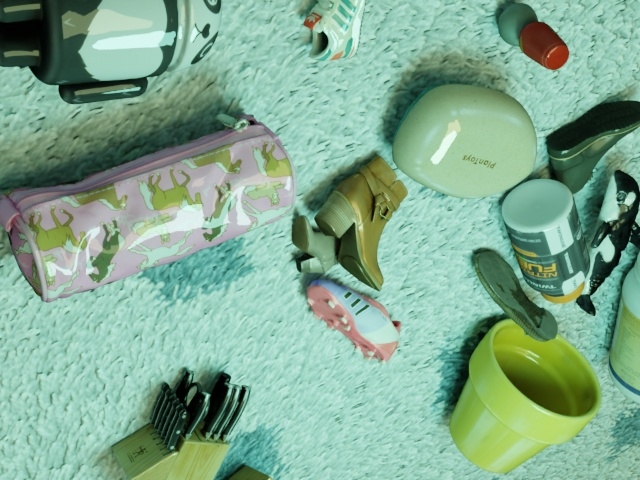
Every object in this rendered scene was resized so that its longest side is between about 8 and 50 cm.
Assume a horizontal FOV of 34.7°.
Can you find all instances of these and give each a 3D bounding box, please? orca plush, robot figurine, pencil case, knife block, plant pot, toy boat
[{"bbox_3d":[0.568,0.012,1.947,0.151,0.102,0.287,-25,130,-70],"label":"orca plush"},{"bbox_3d":[-0.250,-0.268,1.183,0.278,0.209,0.173,-11,86,-29],"label":"robot figurine"},{"bbox_3d":[-0.229,-0.047,1.369,0.386,0.160,0.167,-22,97,-20],"label":"pencil case"},{"bbox_3d":[-0.208,0.346,1.702,0.242,0.088,0.275,-29,132,-14],"label":"knife block"},{"bbox_3d":[0.378,0.321,2.004,0.254,0.254,0.239,1,135,-36],"label":"plant pot"},{"bbox_3d":[0.264,-0.215,1.621,0.268,0.148,0.318,17,117,-36],"label":"toy boat"}]

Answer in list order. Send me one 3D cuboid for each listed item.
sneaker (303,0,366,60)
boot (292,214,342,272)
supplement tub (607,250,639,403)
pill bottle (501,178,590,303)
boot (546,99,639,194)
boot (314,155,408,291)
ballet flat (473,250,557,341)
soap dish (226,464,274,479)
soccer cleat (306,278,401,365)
[{"bbox_3d":[0.017,-0.320,1.416,0.075,0.057,0.161,-20,132,-30],"label":"sneaker"},{"bbox_3d":[0.000,0.000,1.645,0.087,0.042,0.118,-20,131,-31],"label":"boot"},{"bbox_3d":[0.738,0.175,2.145,0.228,0.228,0.316,-19,129,-24],"label":"supplement tub"},{"bbox_3d":[0.422,0.012,1.880,0.130,0.130,0.245,-37,134,-8],"label":"pill bottle"},{"bbox_3d":[0.503,-0.165,1.864,0.198,0.076,0.137,-22,136,-4],"label":"boot"},{"bbox_3d":[0.089,-0.025,1.644,0.152,0.073,0.197,-47,130,-19],"label":"boot"},{"bbox_3d":[0.358,0.111,1.926,0.250,0.058,0.084,42,55,-28],"label":"ballet flat"},{"bbox_3d":[-0.167,0.560,1.853,0.291,0.118,0.229,-38,131,-7],"label":"soap dish"},{"bbox_3d":[0.059,0.122,1.754,0.248,0.083,0.095,47,59,-40],"label":"soccer cleat"}]
